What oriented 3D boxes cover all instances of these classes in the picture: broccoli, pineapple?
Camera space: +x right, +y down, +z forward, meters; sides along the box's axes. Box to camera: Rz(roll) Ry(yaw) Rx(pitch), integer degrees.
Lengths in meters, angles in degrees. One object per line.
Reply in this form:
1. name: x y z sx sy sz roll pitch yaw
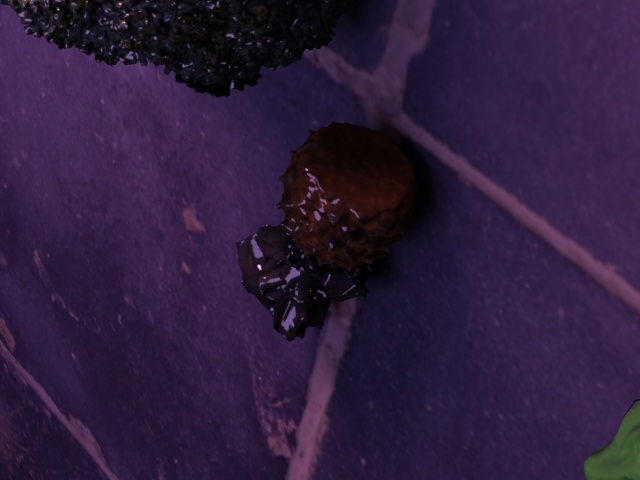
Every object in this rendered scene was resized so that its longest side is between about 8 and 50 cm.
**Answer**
1. broccoli: -0.108 -0.267 0.949 0.361 0.252 0.221 -96 -8 -53
2. pineapple: 0.000 0.000 1.013 0.237 0.111 0.119 119 150 -53

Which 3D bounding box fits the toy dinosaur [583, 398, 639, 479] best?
1. toy dinosaur: 0.374 0.165 0.638 0.374 0.144 0.500 64 142 25
